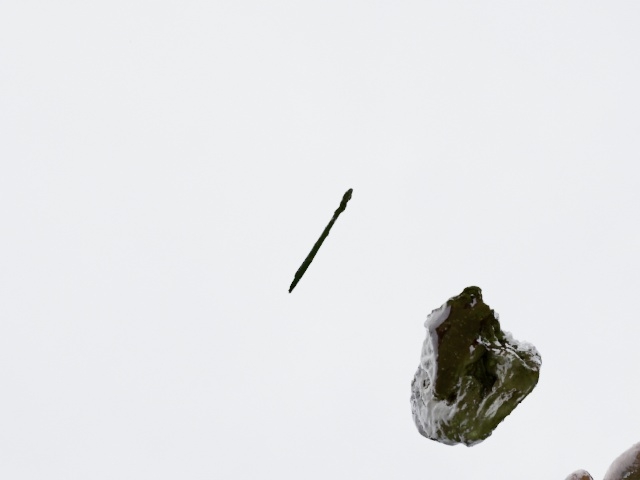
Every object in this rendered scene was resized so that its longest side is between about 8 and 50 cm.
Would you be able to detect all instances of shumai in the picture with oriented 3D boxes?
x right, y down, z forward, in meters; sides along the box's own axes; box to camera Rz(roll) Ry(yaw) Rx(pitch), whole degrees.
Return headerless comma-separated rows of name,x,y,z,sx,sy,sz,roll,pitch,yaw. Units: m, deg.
shumai,0.123,0.117,0.680,0.105,0.139,0.123,42,-111,9

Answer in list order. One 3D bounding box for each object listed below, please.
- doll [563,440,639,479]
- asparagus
doll,0.360,0.392,0.955,0.156,0.201,0.303,0,-56,-45
asparagus,0.000,0.000,1.006,0.013,0.016,0.166,35,-94,-41
